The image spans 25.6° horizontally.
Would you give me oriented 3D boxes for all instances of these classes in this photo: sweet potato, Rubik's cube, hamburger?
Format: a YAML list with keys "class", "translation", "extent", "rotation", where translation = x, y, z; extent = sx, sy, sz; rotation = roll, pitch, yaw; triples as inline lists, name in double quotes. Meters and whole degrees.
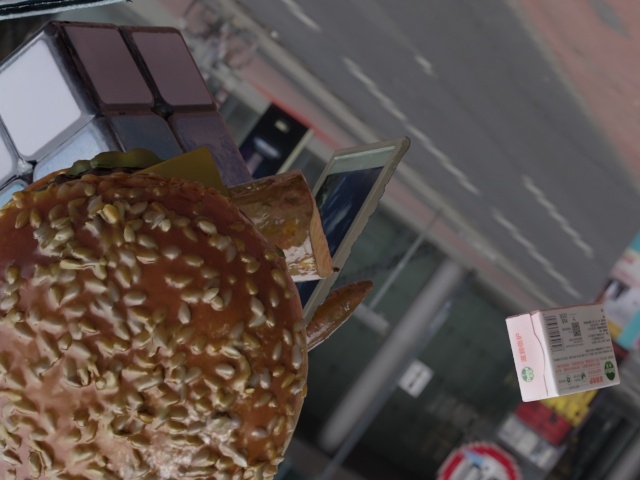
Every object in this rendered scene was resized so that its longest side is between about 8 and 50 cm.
- class: "sweet potato"
  translation: [-0.037, 0.131, 1.886]
  extent: [0.057, 0.265, 0.057]
  rotation: [54, 175, 7]
- class: "sweet potato"
  translation: [-0.153, 0.014, 1.430]
  extent: [0.131, 0.337, 0.131]
  rotation: [-11, -90, -78]
- class: "Rubik's cube"
  translation: [-0.335, -0.115, 2.081]
  extent: [0.313, 0.316, 0.318]
  rotation: [-12, -107, -59]
- class: "hamburger"
  translation: [-0.139, 0.076, 1.022]
  extent: [0.291, 0.291, 0.225]
  rotation: [36, 177, -8]

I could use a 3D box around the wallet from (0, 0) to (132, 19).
- class: "wallet"
  translation: [-0.229, -0.285, 1.417]
  extent: [0.290, 0.251, 0.054]
  rotation: [0, 119, 35]

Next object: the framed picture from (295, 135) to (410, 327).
- class: "framed picture"
  translation: [0.000, 0.000, 1.714]
  extent: [0.019, 0.281, 0.209]
  rotation: [34, 164, -19]

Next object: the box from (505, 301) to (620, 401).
- class: "box"
  translation: [0.247, 0.111, 1.423]
  extent: [0.043, 0.089, 0.125]
  rotation: [-17, 169, 41]
